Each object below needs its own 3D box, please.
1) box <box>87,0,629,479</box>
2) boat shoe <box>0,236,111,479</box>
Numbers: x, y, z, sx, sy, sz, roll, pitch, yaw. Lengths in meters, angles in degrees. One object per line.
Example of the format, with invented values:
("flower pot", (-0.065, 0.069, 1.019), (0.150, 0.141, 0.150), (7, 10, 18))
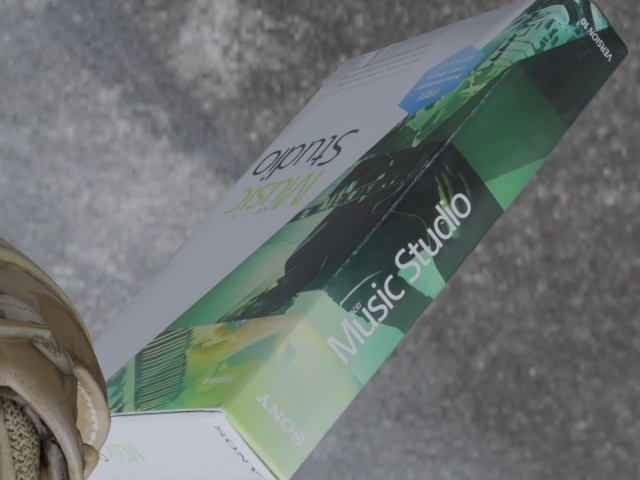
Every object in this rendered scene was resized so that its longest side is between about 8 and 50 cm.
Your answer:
("box", (0.000, 0.000, 1.032), (0.058, 0.322, 0.232), (48, 152, -18))
("boat shoe", (-0.131, 0.064, 0.562), (0.121, 0.110, 0.341), (-48, 164, 3))
